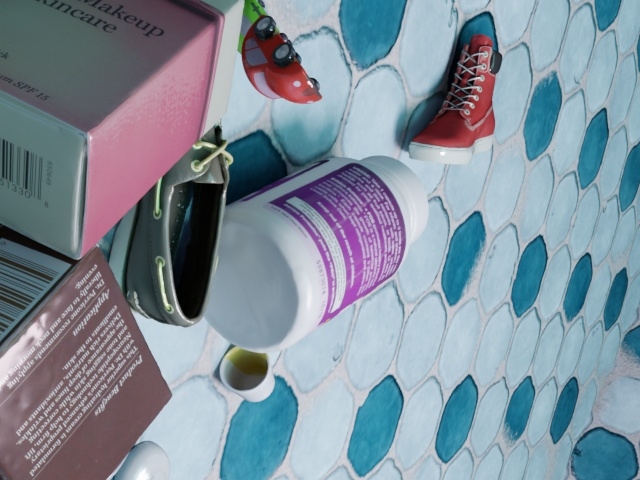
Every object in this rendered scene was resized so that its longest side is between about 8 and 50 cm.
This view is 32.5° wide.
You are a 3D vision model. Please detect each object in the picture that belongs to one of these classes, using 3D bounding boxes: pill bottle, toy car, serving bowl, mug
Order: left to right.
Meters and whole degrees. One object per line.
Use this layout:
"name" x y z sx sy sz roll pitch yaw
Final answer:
"serving bowl" -0.195 0.268 1.228 0.083 0.027 0.083 -33 132 -48
"toy car" -0.074 -0.214 1.087 0.053 0.239 0.225 -35 176 5
"mug" -0.080 0.160 1.336 0.078 0.062 0.064 -54 154 -17
"pill bottle" 0.000 0.000 1.271 0.301 0.169 0.169 -30 130 -49

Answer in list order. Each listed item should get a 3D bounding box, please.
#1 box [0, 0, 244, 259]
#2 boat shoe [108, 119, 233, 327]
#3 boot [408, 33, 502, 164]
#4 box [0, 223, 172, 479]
"box" -0.181 -0.120 0.858 0.232 0.149 0.126 -55 165 -46
"boat shoe" -0.133 -0.064 1.088 0.109 0.091 0.304 -7 111 -58
"boot" 0.198 -0.206 1.587 0.244 0.088 0.176 -31 131 -60
"box" -0.257 0.102 0.892 0.168 0.167 0.203 -52 145 -33
